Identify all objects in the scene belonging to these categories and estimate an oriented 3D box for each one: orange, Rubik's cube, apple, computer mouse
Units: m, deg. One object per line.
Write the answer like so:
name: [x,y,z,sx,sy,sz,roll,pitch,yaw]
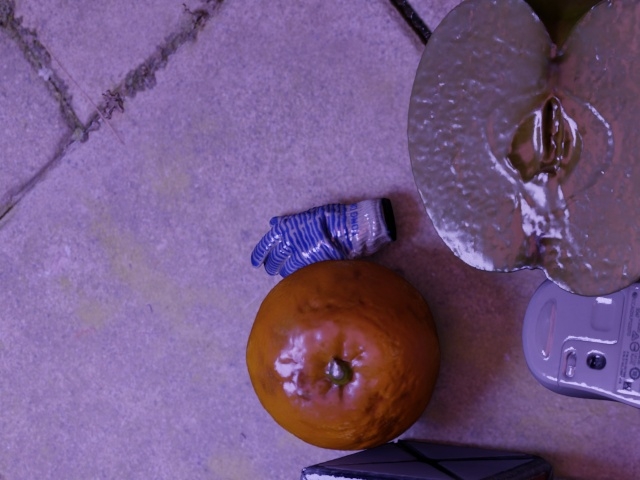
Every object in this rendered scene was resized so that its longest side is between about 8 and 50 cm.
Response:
orange: [0.031,0.152,1.704,0.261,0.261,0.261,0,91,22]
Rubik's cube: [0.137,0.402,1.641,0.260,0.255,0.259,5,92,32]
apple: [0.289,-0.124,1.581,0.311,0.320,0.360,2,99,-17]
computer mouse: [0.397,0.131,1.607,0.297,0.121,0.184,1,81,38]

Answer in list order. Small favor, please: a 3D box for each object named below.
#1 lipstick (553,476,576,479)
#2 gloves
lipstick: [0.336,0.337,1.694,0.141,0.040,0.040,5,93,21]
gloves: [0.000,-0.004,1.804,0.229,0.097,0.119,-24,52,25]
